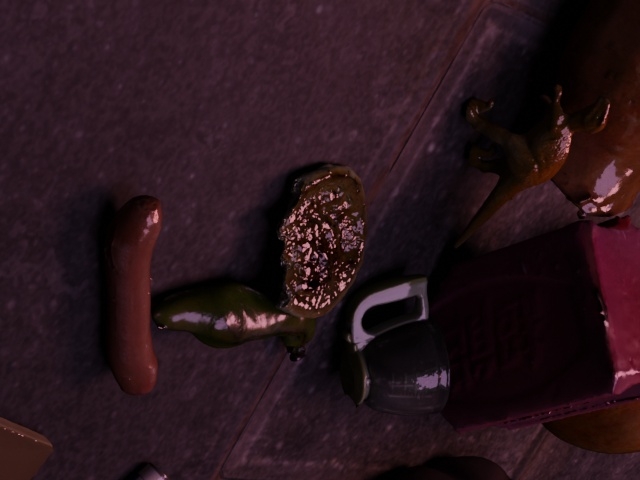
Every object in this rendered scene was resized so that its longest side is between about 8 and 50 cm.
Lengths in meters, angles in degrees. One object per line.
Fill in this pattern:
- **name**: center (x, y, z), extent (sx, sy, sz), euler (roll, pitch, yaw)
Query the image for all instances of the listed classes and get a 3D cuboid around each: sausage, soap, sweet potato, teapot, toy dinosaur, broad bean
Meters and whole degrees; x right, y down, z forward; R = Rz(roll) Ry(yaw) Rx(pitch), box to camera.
- **sausage**: center (-0.143, 0.043, 1.338), extent (0.043, 0.043, 0.186), euler (-24, 136, -32)
- **soap**: center (0.191, 0.087, 1.595), extent (0.099, 0.162, 0.250), euler (-7, 169, -42)
- **sweet potato**: center (0.283, -0.182, 1.527), extent (0.131, 0.131, 0.337), euler (-2, 122, -46)
- **teapot**: center (0.059, 0.100, 1.586), extent (0.090, 0.124, 0.092), euler (-7, 170, -21)
- **toy dinosaur**: center (0.181, -0.059, 1.519), extent (0.039, 0.126, 0.162), euler (-29, 127, -59)
- **broad bean**: center (-0.057, 0.063, 1.445), extent (0.195, 0.046, 0.061), euler (19, 104, -53)

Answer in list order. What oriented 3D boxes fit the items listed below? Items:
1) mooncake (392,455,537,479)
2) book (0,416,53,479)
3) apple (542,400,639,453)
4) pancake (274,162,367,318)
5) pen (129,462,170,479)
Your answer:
- **mooncake**: center (0.158, 0.316, 1.738), extent (0.245, 0.245, 0.133), euler (-6, 118, -44)
- **book**: center (-0.359, 0.243, 1.306), extent (0.310, 0.021, 0.217), euler (-52, 143, 2)
- **apple**: center (0.293, 0.102, 1.713), extent (0.211, 0.188, 0.211), euler (16, 70, -52)
- **pancake**: center (0.003, -0.001, 1.452), extent (0.116, 0.022, 0.129), euler (-20, 118, -46)
- **pen**: center (-0.210, 0.261, 1.474), extent (0.204, 0.025, 0.025), euler (-41, 143, -11)
